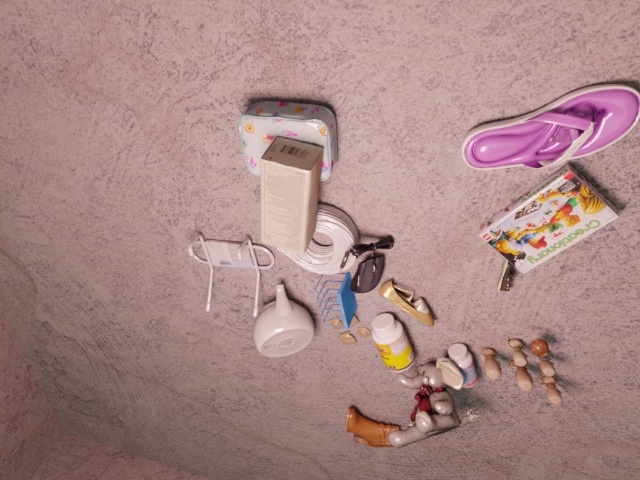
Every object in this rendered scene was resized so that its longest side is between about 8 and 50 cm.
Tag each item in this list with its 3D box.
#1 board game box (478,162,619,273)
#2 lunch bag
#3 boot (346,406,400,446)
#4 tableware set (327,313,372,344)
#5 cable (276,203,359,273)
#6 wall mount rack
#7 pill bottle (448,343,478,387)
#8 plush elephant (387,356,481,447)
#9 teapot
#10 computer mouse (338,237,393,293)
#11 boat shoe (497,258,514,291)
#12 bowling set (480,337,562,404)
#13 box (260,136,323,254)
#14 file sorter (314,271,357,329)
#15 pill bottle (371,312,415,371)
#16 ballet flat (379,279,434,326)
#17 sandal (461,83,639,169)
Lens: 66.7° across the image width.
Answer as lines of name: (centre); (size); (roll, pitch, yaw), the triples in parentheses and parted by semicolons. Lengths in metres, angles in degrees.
board game box: (0.626, -0.052, 1.358); (0.193, 0.053, 0.305); (37, 130, -11)
lunch bag: (-0.093, -0.280, 1.409); (0.279, 0.108, 0.224); (8, 133, 17)
boot: (0.237, 0.835, 2.151); (0.220, 0.109, 0.283); (-3, 127, 23)
tableware set: (0.110, 0.342, 1.876); (0.141, 0.020, 0.169); (-22, 117, 35)
cable: (0.000, 0.000, 1.607); (0.257, 0.089, 0.257); (44, 127, -16)
wall mount rack: (-0.342, 0.123, 1.800); (0.350, 0.130, 0.304); (4, 128, 18)
pill bottle: (0.516, 0.454, 1.769); (0.087, 0.087, 0.160); (-9, 123, 26)
plush elephant: (0.394, 0.559, 1.757); (0.330, 0.255, 0.272); (-8, 148, -20)
teapot: (-0.150, 0.315, 1.851); (0.256, 0.187, 0.252); (-37, 141, 19)
computer mouse: (0.137, 0.106, 1.589); (0.184, 0.060, 0.262); (-8, 139, -30)
boat shoe: (0.577, 0.107, 1.503); (0.042, 0.049, 0.133); (9, 135, 17)
bowling set: (0.713, 0.399, 1.643); (0.287, 0.154, 0.200); (24, 112, 3)
box: (-0.086, -0.120, 1.388); (0.148, 0.121, 0.311); (17, 135, 9)
file sorter: (0.055, 0.212, 1.733); (0.104, 0.118, 0.170); (3, 127, 23)
pill bottle: (0.262, 0.372, 1.779); (0.117, 0.117, 0.215); (-10, 122, 27)
ballet flat: (0.311, 0.215, 1.670); (0.232, 0.080, 0.073); (32, 115, -7)
sandal: (0.560, -0.246, 1.198); (0.416, 0.102, 0.169); (-15, 120, 29)
